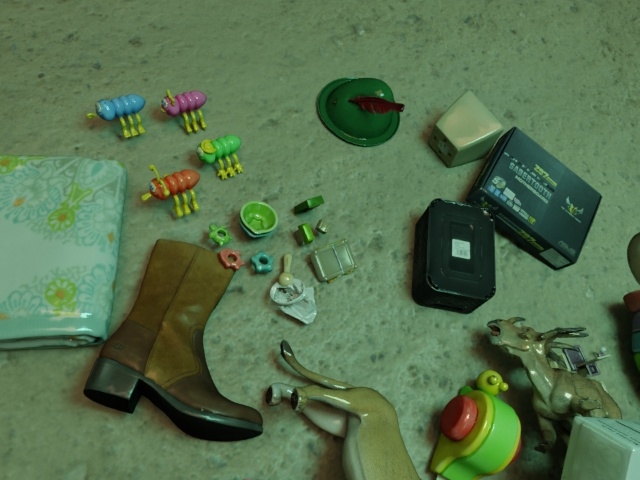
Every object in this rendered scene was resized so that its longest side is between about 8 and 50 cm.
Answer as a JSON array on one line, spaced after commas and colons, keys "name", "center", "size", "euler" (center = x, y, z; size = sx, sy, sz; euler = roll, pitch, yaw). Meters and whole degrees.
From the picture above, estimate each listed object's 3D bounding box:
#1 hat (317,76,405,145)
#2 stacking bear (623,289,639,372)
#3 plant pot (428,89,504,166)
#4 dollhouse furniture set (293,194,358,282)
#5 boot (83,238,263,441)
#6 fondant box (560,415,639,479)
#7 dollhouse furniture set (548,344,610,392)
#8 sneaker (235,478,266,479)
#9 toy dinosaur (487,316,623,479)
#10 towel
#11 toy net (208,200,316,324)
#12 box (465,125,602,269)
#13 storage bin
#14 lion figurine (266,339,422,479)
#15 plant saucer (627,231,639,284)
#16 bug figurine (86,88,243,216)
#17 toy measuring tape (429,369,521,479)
[{"name": "hat", "center": [0.104, -0.300, 1.000], "size": [0.208, 0.184, 0.173], "euler": [42, 64, 11]}, {"name": "stacking bear", "center": [0.624, 0.225, 0.861], "size": [0.164, 0.175, 0.289], "euler": [-4, 73, 4]}, {"name": "plant pot", "center": [0.281, -0.214, 1.040], "size": [0.096, 0.109, 0.109], "euler": [-32, 74, -11]}, {"name": "dollhouse furniture set", "center": [0.000, 0.000, 0.927], "size": [0.076, 0.058, 0.152], "euler": [-21, 89, -27]}, {"name": "boot", "center": [-0.183, 0.149, 0.809], "size": [0.263, 0.096, 0.281], "euler": [17, 51, -1]}, {"name": "fondant box", "center": [0.466, 0.369, 0.673], "size": [0.329, 0.096, 0.239], "euler": [10, 93, -17]}, {"name": "dollhouse furniture set", "center": [0.429, 0.220, 0.864], "size": [0.114, 0.081, 0.091], "euler": [-9, 66, -14]}, {"name": "sneaker", "center": [-0.063, 0.379, 0.710], "size": [0.170, 0.063, 0.075], "euler": [16, 57, -8]}, {"name": "toy dinosaur", "center": [0.400, 0.245, 0.805], "size": [0.296, 0.127, 0.200], "euler": [47, 34, -14]}, {"name": "towel", "center": [-0.507, 0.009, 0.796], "size": [0.373, 0.090, 0.321], "euler": [0, 65, -10]}, {"name": "toy net", "center": [-0.086, 0.041, 0.863], "size": [0.122, 0.045, 0.232], "euler": [-22, 68, -38]}, {"name": "box", "center": [0.418, -0.084, 1.001], "size": [0.232, 0.059, 0.183], "euler": [38, 63, -4]}, {"name": "storage bin", "center": [0.237, 0.028, 0.922], "size": [0.121, 0.084, 0.180], "euler": [11, 62, -5]}, {"name": "lion figurine", "center": [0.071, 0.305, 0.704], "size": [0.240, 0.142, 0.392], "euler": [10, 40, -23]}, {"name": "plant saucer", "center": [0.698, 0.048, 1.026], "size": [0.168, 0.029, 0.169], "euler": [4, 65, -8]}, {"name": "bug figurine", "center": [-0.268, -0.187, 0.927], "size": [0.216, 0.072, 0.279], "euler": [-29, 72, -32]}, {"name": "toy measuring tape", "center": [0.215, 0.336, 0.747], "size": [0.121, 0.121, 0.330], "euler": [27, 62, 4]}]
